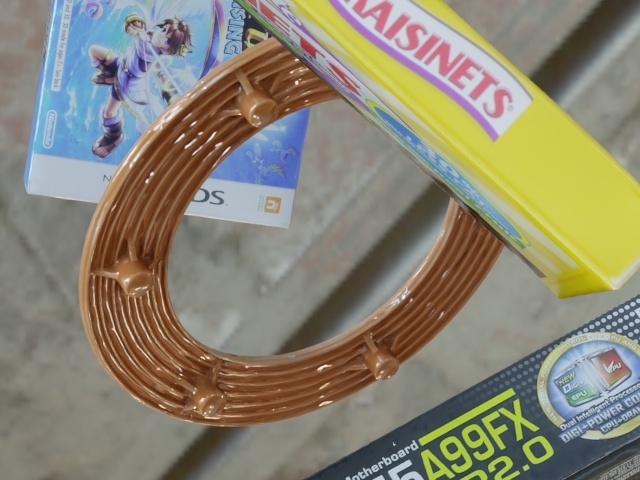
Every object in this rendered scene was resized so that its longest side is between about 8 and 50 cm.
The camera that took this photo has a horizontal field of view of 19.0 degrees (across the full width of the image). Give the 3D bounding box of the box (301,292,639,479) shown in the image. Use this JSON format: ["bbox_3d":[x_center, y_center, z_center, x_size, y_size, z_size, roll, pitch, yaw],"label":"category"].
[{"bbox_3d":[0.093,0.136,0.832,0.270,0.060,0.216,-28,145,-6],"label":"box"}]

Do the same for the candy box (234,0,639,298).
[{"bbox_3d":[-0.003,-0.063,0.467,0.206,0.105,0.027,42,86,2],"label":"candy box"}]

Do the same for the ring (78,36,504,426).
[{"bbox_3d":[0.000,0.000,1.282,0.336,0.032,0.337,-19,134,-21],"label":"ring"}]

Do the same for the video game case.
[{"bbox_3d":[-0.126,-0.159,1.721,0.244,0.061,0.269,7,102,-14],"label":"video game case"}]
